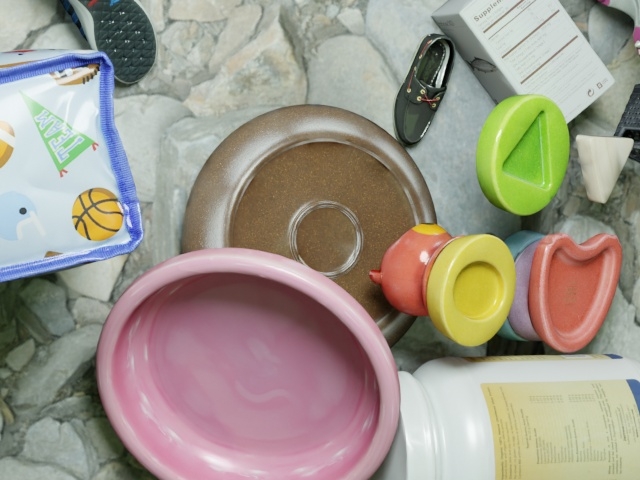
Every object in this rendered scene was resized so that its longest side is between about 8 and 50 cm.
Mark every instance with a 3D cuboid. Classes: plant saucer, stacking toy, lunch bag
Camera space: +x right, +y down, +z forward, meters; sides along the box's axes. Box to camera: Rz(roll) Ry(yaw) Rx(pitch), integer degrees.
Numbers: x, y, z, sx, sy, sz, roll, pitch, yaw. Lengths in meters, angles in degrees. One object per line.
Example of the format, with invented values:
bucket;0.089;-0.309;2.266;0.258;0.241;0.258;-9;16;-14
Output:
plant saucer;-0.074;0.144;1.729;0.332;0.084;0.332;6;121;10
stacking toy;0.207;-0.019;1.805;0.309;0.130;0.280;13;90;-46
plant saucer;0.000;0.000;1.798;0.310;0.050;0.311;1;89;-20
lunch bag;-0.393;-0.047;1.564;0.385;0.328;0.239;-13;97;-16

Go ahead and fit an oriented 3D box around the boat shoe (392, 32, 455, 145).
boat shoe;0.118;-0.173;1.840;0.049;0.042;0.133;17;92;-18

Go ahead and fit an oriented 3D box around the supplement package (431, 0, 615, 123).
supplement package;0.230;-0.220;1.832;0.105;0.105;0.179;-40;104;-6

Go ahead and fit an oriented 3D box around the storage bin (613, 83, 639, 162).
storage bin;0.449;-0.112;1.895;0.180;0.122;0.084;24;89;-16

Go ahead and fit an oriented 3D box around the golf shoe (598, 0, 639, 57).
golf shoe;0.406;-0.273;1.820;0.140;0.115;0.306;-18;65;-28

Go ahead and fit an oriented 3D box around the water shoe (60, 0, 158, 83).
water shoe;-0.240;-0.260;1.719;0.073;0.080;0.203;-34;128;-7

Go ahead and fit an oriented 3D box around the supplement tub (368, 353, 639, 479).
supplement tub;0.216;0.243;1.810;0.316;0.228;0.228;0;95;-15
